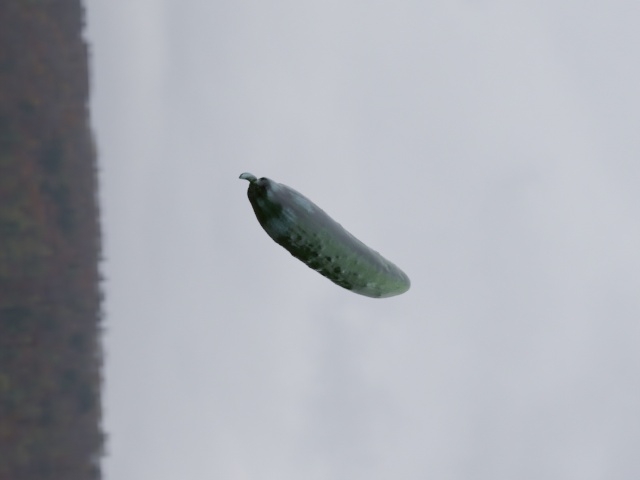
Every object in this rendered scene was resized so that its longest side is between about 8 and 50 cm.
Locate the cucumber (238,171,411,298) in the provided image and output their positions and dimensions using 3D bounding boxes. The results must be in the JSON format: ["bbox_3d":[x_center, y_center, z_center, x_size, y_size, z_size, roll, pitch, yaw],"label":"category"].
[{"bbox_3d":[0.000,0.000,1.595,0.056,0.250,0.056,-30,-138,31],"label":"cucumber"}]
